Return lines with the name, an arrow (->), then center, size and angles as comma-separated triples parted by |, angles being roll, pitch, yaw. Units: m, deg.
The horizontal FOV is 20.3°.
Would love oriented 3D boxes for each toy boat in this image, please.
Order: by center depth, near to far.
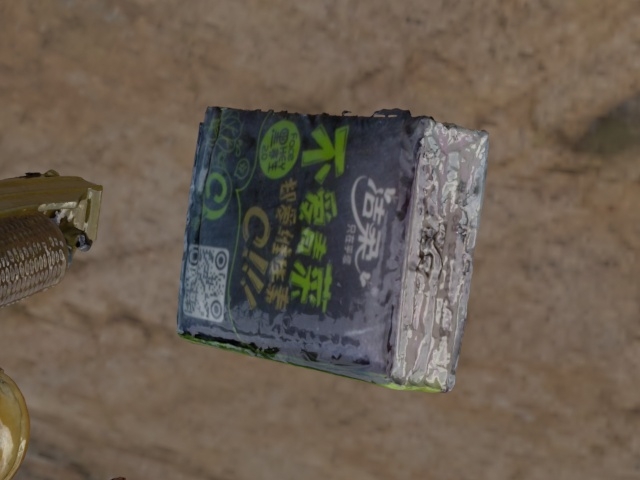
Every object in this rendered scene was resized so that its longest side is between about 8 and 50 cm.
toy boat -> -0.300, 0.013, 1.567 | 0.115, 0.310, 0.089 | 30, 119, 30

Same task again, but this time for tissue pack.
tissue pack -> 0.000, 0.000, 1.185 | 0.073, 0.173, 0.235 | 7, 180, -41

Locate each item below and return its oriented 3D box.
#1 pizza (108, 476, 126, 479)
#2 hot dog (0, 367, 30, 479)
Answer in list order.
pizza -> -0.162, 0.195, 0.990 | 0.062, 0.199, 0.188 | 44, 165, 3
hot dog -> -0.223, 0.151, 0.845 | 0.092, 0.235, 0.062 | 34, -179, 38
